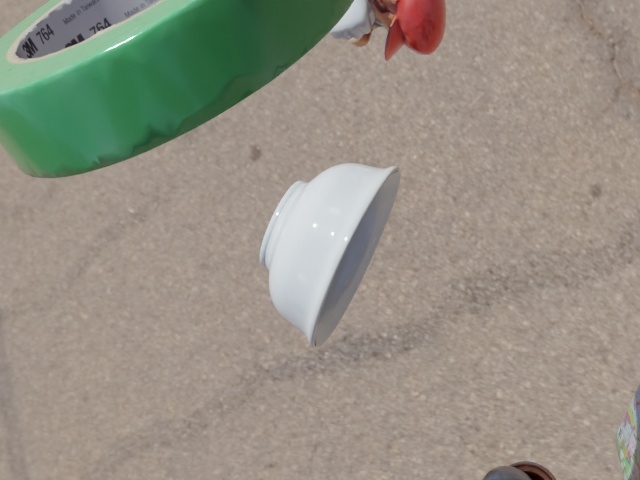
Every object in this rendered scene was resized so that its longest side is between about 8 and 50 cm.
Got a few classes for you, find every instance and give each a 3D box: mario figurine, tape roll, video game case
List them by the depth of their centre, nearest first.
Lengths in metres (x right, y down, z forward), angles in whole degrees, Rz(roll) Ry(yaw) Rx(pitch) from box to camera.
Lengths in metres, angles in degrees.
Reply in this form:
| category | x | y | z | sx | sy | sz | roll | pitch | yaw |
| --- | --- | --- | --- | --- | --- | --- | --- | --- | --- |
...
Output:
| category | x | y | z | sx | sy | sz | roll | pitch | yaw |
| --- | --- | --- | --- | --- | --- | --- | --- | --- | --- |
| tape roll | -0.127 | -0.177 | 0.678 | 0.321 | 0.077 | 0.321 | -21 | 30 | 13 |
| video game case | 0.394 | 0.274 | 0.979 | 0.023 | 0.193 | 0.212 | 1 | 49 | 2 |
| mario figurine | 0.011 | -0.327 | 1.065 | 0.320 | 0.170 | 0.198 | 36 | 65 | 1 |

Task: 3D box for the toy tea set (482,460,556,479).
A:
| category | x | y | z | sx | sy | sz | roll | pitch | yaw |
| --- | --- | --- | --- | --- | --- | --- | --- | --- | --- |
| toy tea set | 0.287 | 0.388 | 0.904 | 0.200 | 0.124 | 0.336 | -43 | 61 | -14 |

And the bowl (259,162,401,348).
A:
| category | x | y | z | sx | sy | sz | roll | pitch | yaw |
| --- | --- | --- | --- | --- | --- | --- | --- | --- | --- |
| bowl | 0.000 | 0.000 | 1.258 | 0.134 | 0.298 | 0.298 | 26 | 90 | 10 |
